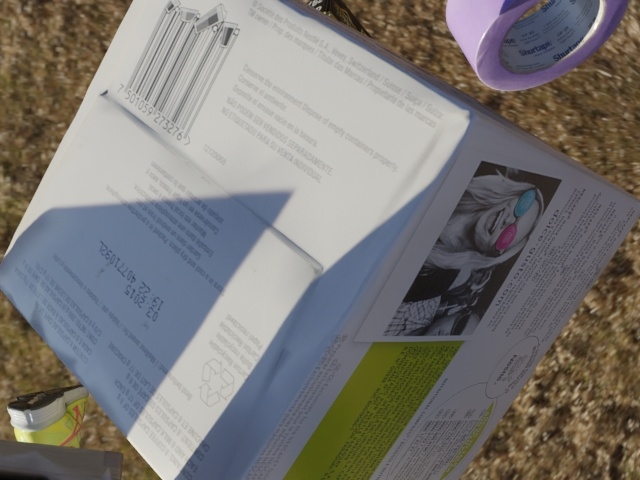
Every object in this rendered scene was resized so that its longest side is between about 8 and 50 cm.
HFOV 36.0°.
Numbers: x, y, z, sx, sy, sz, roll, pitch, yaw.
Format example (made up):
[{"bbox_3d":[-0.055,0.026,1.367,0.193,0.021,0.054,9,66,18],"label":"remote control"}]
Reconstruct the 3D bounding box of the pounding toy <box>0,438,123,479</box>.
[{"bbox_3d":[-0.181,0.210,0.645,0.181,0.094,0.206,9,141,-13],"label":"pounding toy"}]

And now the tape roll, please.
[{"bbox_3d":[0.242,-0.261,1.106,0.189,0.189,0.080,-37,60,22],"label":"tape roll"}]

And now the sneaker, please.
[{"bbox_3d":[-0.315,0.223,1.154,0.082,0.208,0.094,-11,89,-1],"label":"sneaker"}]

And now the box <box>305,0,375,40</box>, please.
[{"bbox_3d":[0.007,-0.256,1.744,0.257,0.322,0.079,-23,40,28],"label":"box"}]

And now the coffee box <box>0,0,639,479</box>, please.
[{"bbox_3d":[0.000,0.000,0.847,0.338,0.334,0.338,39,105,35],"label":"coffee box"}]
